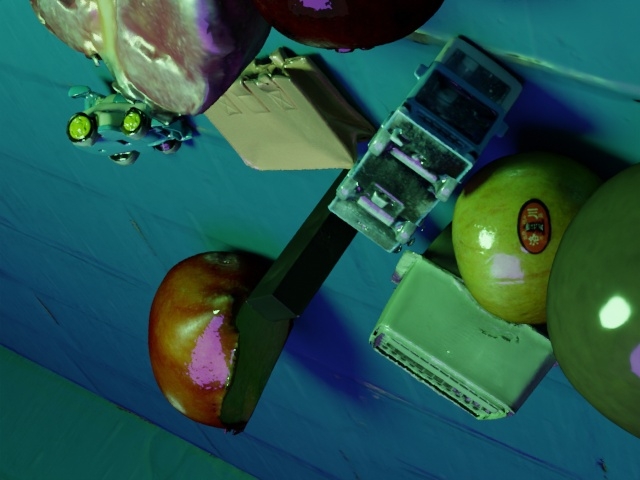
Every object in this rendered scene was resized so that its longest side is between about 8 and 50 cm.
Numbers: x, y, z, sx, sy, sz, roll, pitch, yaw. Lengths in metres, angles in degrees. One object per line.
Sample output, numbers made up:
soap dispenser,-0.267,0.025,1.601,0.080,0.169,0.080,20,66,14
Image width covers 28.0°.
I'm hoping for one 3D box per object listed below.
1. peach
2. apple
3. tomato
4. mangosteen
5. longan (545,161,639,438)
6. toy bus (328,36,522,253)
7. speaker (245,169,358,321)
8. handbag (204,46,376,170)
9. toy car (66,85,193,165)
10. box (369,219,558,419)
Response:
peach,-0.181,0.142,2.039,0.201,0.258,0.362,23,159,14
apple,0.219,-0.004,1.296,0.155,0.182,0.182,-8,138,26
tomato,-0.151,-0.296,1.222,0.335,0.176,0.290,36,143,29
mangosteen,0.022,-0.258,1.084,0.199,0.200,0.200,29,158,13
longan,0.339,0.049,1.107,0.297,0.297,0.297,29,158,13
toy bus,0.101,-0.089,1.344,0.106,0.131,0.297,36,157,-1
speaker,0.000,0.000,1.551,0.044,0.218,0.082,42,156,-15
handbag,-0.049,-0.152,1.523,0.212,0.059,0.157,2,142,52
toy car,-0.265,-0.172,1.780,0.161,0.098,0.126,-11,166,24
box,0.176,0.097,1.508,0.220,0.166,0.290,33,172,4
